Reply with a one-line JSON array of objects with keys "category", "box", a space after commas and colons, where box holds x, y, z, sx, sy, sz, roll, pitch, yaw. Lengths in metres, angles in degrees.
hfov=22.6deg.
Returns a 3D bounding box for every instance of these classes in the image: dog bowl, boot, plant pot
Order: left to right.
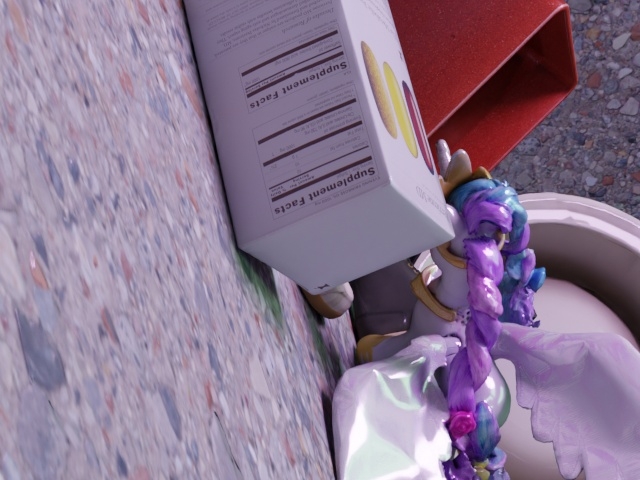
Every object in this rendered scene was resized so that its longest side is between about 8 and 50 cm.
[{"category": "plant pot", "box": [0.070, -0.174, 1.566, 0.236, 0.267, 0.267, 46, 0, 16]}, {"category": "boot", "box": [0.125, 0.054, 1.746, 0.077, 0.198, 0.137, 115, -39, -60]}, {"category": "dog bowl", "box": [0.263, 0.157, 1.854, 0.150, 0.408, 0.408, 115, -36, -62]}]

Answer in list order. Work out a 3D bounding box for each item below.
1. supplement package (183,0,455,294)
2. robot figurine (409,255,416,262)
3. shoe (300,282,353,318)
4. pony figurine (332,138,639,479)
[{"category": "supplement package", "box": [-0.003, -0.103, 1.285, 0.139, 0.134, 0.244, 34, 37, -59]}, {"category": "robot figurine", "box": [0.193, -0.008, 2.441, 0.173, 0.209, 0.278, 14, -49, 53]}, {"category": "shoe", "box": [0.000, 0.000, 1.446, 0.219, 0.058, 0.076, 63, 12, -52]}, {"category": "pony figurine", "box": [0.131, 0.133, 1.463, 0.363, 0.303, 0.351, 101, -21, -58]}]
